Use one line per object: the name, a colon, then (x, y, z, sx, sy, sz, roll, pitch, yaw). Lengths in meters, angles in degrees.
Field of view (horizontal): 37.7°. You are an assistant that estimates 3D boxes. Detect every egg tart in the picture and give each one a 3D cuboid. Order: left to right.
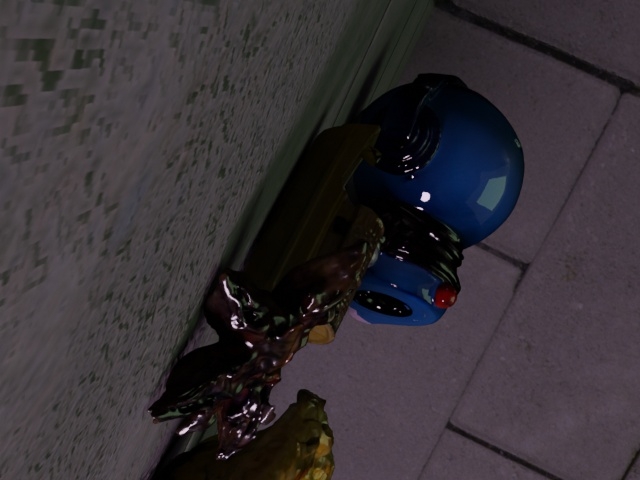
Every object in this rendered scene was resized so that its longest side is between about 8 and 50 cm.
egg tart: (-0.092, 0.293, 0.846, 0.341, 0.129, 0.341, -53, 153, -43)

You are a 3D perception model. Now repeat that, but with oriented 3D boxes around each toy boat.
toy boat: (0.000, 0.000, 0.741, 0.226, 0.088, 0.068, -62, 177, -29)

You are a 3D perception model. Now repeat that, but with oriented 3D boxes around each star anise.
star anise: (-0.050, 0.072, 0.605, 0.212, 0.053, 0.157, -50, 152, 16)

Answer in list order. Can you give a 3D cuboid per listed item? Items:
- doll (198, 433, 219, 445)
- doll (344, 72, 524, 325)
doll: (-0.079, 0.438, 1.166, 0.187, 0.375, 0.366, -17, 122, -75)
doll: (0.125, -0.058, 1.185, 0.284, 0.240, 0.310, 52, 53, -56)
